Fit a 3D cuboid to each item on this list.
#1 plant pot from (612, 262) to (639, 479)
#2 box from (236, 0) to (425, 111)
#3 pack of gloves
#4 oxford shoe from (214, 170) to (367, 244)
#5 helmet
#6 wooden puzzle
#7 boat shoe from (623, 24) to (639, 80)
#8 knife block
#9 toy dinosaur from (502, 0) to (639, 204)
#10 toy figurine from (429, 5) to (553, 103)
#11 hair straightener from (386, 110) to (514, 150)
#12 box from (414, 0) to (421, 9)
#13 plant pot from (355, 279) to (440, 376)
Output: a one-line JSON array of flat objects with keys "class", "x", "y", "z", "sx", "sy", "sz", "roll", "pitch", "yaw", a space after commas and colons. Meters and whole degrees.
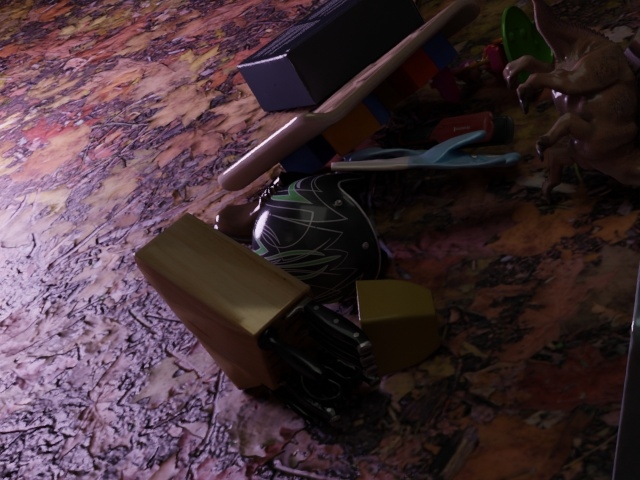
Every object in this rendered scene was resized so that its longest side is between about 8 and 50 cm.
[{"class": "plant pot", "x": 0.371, "y": 0.093, "z": 0.869, "sx": 0.252, "sy": 0.247, "sz": 0.248, "roll": 7, "pitch": 40, "yaw": 17}, {"class": "box", "x": 0.017, "y": -0.330, "z": 1.867, "sx": 0.261, "sy": 0.103, "sz": 0.184, "roll": -39, "pitch": 17, "yaw": -22}, {"class": "pack of gloves", "x": 0.137, "y": -0.118, "z": 1.403, "sx": 0.232, "sy": 0.046, "sz": 0.195, "roll": 0, "pitch": 9, "yaw": 6}, {"class": "oxford shoe", "x": -0.054, "y": -0.054, "z": 1.532, "sx": 0.227, "sy": 0.096, "sz": 0.083, "roll": -11, "pitch": 35, "yaw": 25}, {"class": "helmet", "x": 0.000, "y": 0.000, "z": 1.345, "sx": 0.169, "sy": 0.169, "sz": 0.161, "roll": -10, "pitch": 18, "yaw": 23}, {"class": "wooden puzzle", "x": 0.048, "y": -0.187, "z": 1.593, "sx": 0.348, "sy": 0.080, "sz": 0.322, "roll": -39, "pitch": 6, "yaw": -30}, {"class": "boat shoe", "x": 0.466, "y": -0.226, "z": 1.387, "sx": 0.127, "sy": 0.158, "sz": 0.340, "roll": -59, "pitch": -8, "yaw": 11}, {"class": "knife block", "x": -0.063, "y": 0.077, "z": 1.204, "sx": 0.088, "sy": 0.275, "sz": 0.242, "roll": -40, "pitch": 4, "yaw": -25}, {"class": "toy dinosaur", "x": 0.336, "y": -0.161, "z": 1.302, "sx": 0.200, "sy": 0.295, "sz": 0.127, "roll": -19, "pitch": 1, "yaw": 6}, {"class": "toy figurine", "x": 0.241, "y": -0.263, "z": 1.648, "sx": 0.159, "sy": 0.130, "sz": 0.173, "roll": -15, "pitch": 9, "yaw": 34}, {"class": "hair straightener", "x": 0.179, "y": -0.136, "z": 1.532, "sx": 0.089, "sy": 0.047, "sz": 0.230, "roll": 5, "pitch": -10, "yaw": -38}, {"class": "box", "x": 0.092, "y": -0.433, "z": 2.083, "sx": 0.201, "sy": 0.021, "sz": 0.164, "roll": -12, "pitch": 33, "yaw": 21}, {"class": "plant pot", "x": 0.087, "y": 0.091, "z": 1.225, "sx": 0.083, "sy": 0.081, "sz": 0.081, "roll": -10, "pitch": 32, "yaw": 4}]
